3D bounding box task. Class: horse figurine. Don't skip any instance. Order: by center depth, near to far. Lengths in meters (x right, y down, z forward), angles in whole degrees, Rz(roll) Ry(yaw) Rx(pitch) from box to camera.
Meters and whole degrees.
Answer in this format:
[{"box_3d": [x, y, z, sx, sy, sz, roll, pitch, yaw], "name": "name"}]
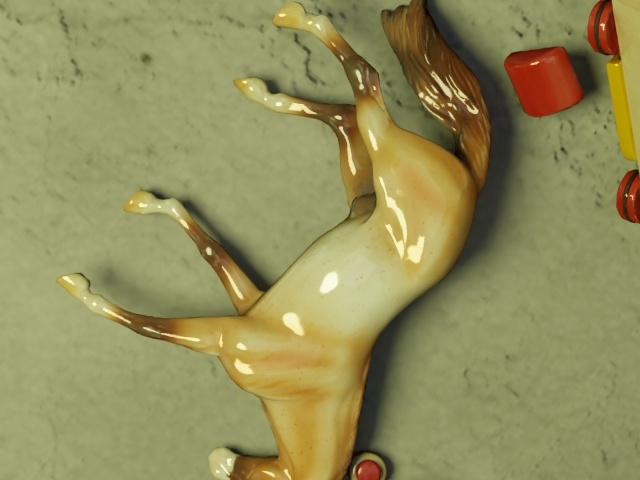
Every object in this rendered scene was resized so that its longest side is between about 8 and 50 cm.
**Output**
[{"box_3d": [0.000, 0.000, 0.859, 0.174, 0.066, 0.263, 40, 89, 2], "name": "horse figurine"}]

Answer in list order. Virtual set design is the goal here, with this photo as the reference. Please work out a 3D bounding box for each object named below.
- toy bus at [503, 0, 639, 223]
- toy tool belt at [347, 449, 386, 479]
[{"box_3d": [0.207, -0.072, 0.854, 0.191, 0.202, 0.104, 46, 56, 3], "name": "toy bus"}, {"box_3d": [0.041, 0.145, 0.868, 0.052, 0.051, 0.083, -28, 92, -5], "name": "toy tool belt"}]
